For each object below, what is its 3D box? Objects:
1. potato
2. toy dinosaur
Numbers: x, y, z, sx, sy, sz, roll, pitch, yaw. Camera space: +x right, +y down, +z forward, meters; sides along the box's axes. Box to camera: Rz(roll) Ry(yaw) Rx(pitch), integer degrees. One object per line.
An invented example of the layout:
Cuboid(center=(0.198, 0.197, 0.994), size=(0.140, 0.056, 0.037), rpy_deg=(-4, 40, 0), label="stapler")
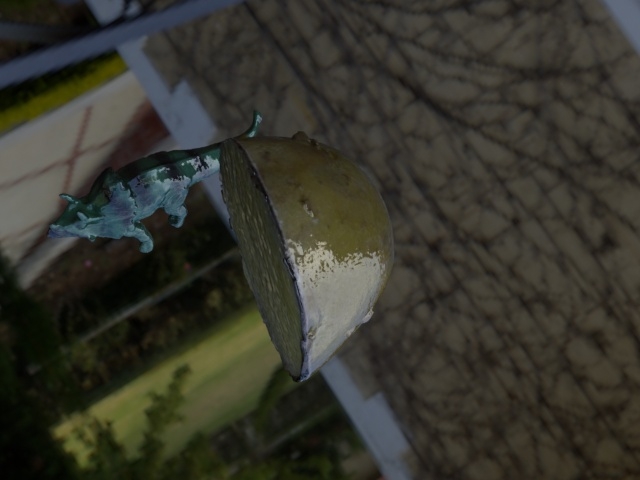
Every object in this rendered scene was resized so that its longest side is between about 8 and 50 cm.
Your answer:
Cuboid(center=(0.000, 0.000, 1.094), size=(0.117, 0.202, 0.182), rpy_deg=(-18, 171, -16), label="potato")
Cuboid(center=(-0.186, -0.058, 1.581), size=(0.292, 0.079, 0.120), rpy_deg=(-21, 148, -33), label="toy dinosaur")
